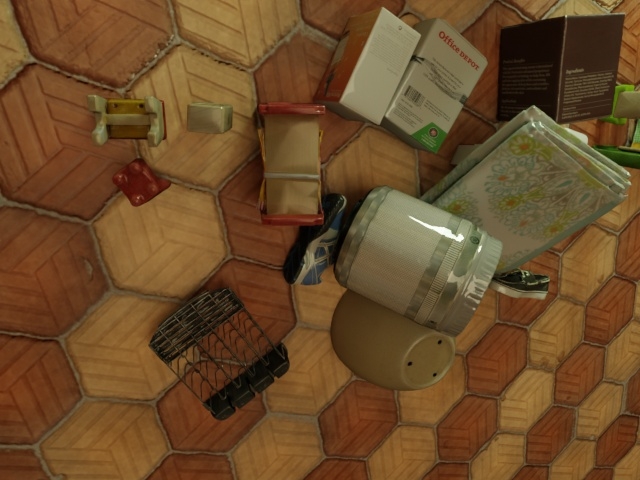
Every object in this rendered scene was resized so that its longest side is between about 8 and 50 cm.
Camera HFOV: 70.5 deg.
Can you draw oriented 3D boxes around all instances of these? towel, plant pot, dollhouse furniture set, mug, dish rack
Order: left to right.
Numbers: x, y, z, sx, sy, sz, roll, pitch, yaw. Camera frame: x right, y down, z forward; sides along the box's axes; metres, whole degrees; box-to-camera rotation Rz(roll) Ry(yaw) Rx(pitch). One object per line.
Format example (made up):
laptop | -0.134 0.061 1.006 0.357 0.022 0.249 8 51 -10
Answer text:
dollhouse furniture set | -0.175 -0.142 0.787 0.374 0.152 0.201 1 108 -5
dish rack | -0.201 0.224 0.920 0.208 0.074 0.271 -37 116 -9
plant pot | 0.188 0.223 1.014 0.284 0.191 0.284 -7 110 -20
towel | 0.406 -0.080 0.973 0.320 0.090 0.374 23 134 -24
mug | 0.604 -0.238 1.113 0.064 0.062 0.078 22 91 -19
dollhouse furniture set | 0.877 -0.288 1.158 0.301 0.151 0.198 -3 108 -22

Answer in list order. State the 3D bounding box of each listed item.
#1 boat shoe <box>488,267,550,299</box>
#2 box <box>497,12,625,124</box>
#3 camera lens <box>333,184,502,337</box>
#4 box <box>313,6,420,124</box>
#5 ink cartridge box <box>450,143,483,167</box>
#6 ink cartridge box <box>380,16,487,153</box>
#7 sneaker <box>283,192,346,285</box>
boat shoe | 0.519 0.107 1.185 0.219 0.078 0.070 7 105 -33
box | 0.503 -0.360 0.966 0.167 0.168 0.203 -12 112 -19
camera lens | 0.178 0.034 0.880 0.274 0.219 0.219 25 98 13
box | 0.079 -0.311 0.824 0.091 0.130 0.171 22 97 -28
ink cartridge box | 0.378 -0.164 1.017 0.135 0.099 0.056 22 92 -28
ink cartridge box | 0.212 -0.305 0.907 0.153 0.087 0.208 27 96 -28
sneaker | 0.000 0.000 0.931 0.081 0.080 0.211 18 109 -33
